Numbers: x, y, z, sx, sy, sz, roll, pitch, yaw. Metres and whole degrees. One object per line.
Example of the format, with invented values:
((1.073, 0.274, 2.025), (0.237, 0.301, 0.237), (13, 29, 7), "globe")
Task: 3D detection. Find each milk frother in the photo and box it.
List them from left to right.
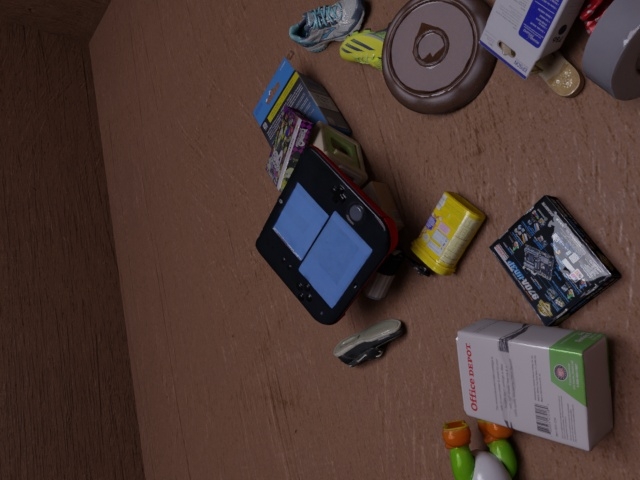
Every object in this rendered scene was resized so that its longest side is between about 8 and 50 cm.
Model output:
((0.190, 0.092, 1.492), (0.143, 0.129, 0.135), (46, 128, 38), "milk frother")

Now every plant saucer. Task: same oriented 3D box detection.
((0.279, -0.469, 1.423), (0.310, 0.050, 0.311), (2, 94, 33), "plant saucer")

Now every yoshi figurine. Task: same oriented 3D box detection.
((0.366, 0.563, 1.207), (0.203, 0.203, 0.363), (-17, 77, 40), "yoshi figurine")

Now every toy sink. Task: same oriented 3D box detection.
((0.033, -0.197, 1.614), (0.131, 0.152, 0.234), (-45, 33, 34), "toy sink")

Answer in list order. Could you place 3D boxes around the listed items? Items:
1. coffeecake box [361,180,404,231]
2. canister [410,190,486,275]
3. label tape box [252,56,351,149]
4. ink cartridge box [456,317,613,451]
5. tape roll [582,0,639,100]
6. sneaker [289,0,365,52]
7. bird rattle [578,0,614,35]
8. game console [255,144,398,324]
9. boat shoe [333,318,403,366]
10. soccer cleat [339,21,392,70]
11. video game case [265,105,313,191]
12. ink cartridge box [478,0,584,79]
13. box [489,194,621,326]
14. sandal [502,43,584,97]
((0.128, -0.053, 1.614), (0.185, 0.068, 0.142), (-41, 57, 39), "coffeecake box")
((0.308, -0.019, 1.403), (0.126, 0.073, 0.170), (48, 120, 40), "canister")
((-0.067, -0.376, 1.834), (0.241, 0.105, 0.334), (-51, 52, 34), "label tape box")
((0.429, 0.279, 1.178), (0.272, 0.114, 0.199), (3, 104, 49), "ink cartridge box")
((0.573, -0.356, 1.011), (0.219, 0.219, 0.072), (-57, 49, 29), "tape roll")
((0.016, -0.653, 1.748), (0.283, 0.122, 0.110), (-16, 76, 47), "sneaker")
((0.523, -0.535, 1.193), (0.207, 0.143, 0.254), (-15, 88, 59), "bird rattle")
((0.000, 0.000, 1.497), (0.342, 0.060, 0.387), (45, 129, 16), "game console")
((0.142, 0.282, 1.586), (0.233, 0.084, 0.079), (-34, 101, 35), "boat shoe")
((0.153, -0.521, 1.604), (0.289, 0.093, 0.121), (5, 93, 49), "soccer cleat")
((-0.095, -0.269, 1.685), (0.232, 0.041, 0.210), (-122, 49, -63), "video game case")
((0.444, -0.505, 1.143), (0.165, 0.065, 0.333), (55, 145, 32), "ink cartridge box")
((0.482, 0.042, 1.213), (0.175, 0.051, 0.220), (-52, 52, 33), "box")
((0.461, -0.396, 1.248), (0.088, 0.079, 0.240), (-57, 49, 30), "sandal")
